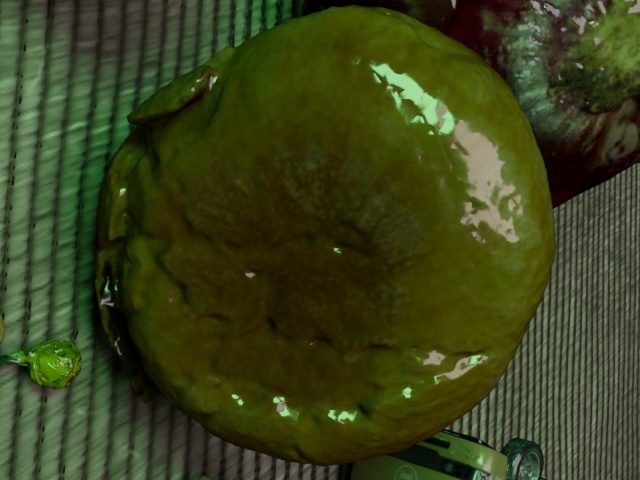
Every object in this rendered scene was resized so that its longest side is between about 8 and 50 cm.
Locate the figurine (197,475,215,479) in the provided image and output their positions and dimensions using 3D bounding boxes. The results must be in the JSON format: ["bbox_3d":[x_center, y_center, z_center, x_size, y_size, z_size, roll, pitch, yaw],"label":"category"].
[{"bbox_3d":[-0.062,0.257,0.661,0.125,0.138,0.125,4,84,-39],"label":"figurine"}]

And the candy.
[{"bbox_3d":[-0.227,0.086,0.572,0.123,0.035,0.035,8,122,-38],"label":"candy"}]

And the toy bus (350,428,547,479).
[{"bbox_3d":[0.182,0.327,0.887,0.365,0.177,0.202,39,67,-39],"label":"toy bus"}]

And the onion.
[{"bbox_3d":[0.148,-0.241,0.822,0.398,0.398,0.420,35,21,-40],"label":"onion"}]

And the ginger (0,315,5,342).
[{"bbox_3d":[-0.294,0.007,0.491,0.176,0.052,0.193,-29,101,-44],"label":"ginger"}]

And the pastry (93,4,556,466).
[{"bbox_3d":[0.000,0.000,0.607,0.164,0.355,0.356,-29,112,-77],"label":"pastry"}]
